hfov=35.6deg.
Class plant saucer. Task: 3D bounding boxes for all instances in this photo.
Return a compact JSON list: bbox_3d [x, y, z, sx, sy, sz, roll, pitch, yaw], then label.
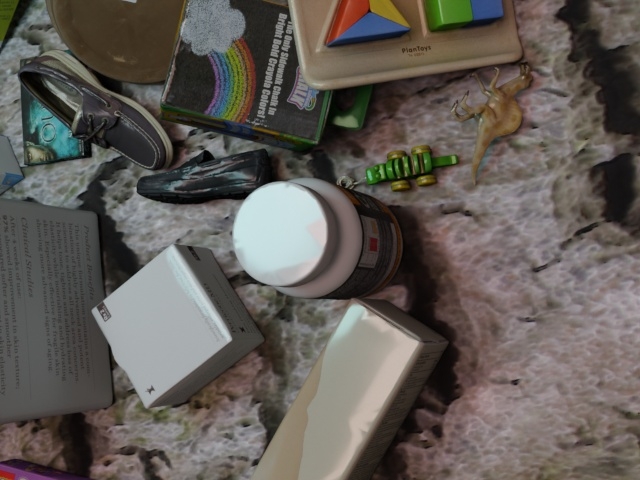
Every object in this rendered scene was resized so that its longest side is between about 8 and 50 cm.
[{"bbox_3d":[-0.289,-0.350,1.524,0.278,0.278,0.041,-16,37,20],"label":"plant saucer"}]

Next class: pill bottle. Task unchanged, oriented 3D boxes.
[{"bbox_3d":[0.000,0.000,1.353,0.162,0.278,0.162,-2,85,21],"label":"pill bottle"}]

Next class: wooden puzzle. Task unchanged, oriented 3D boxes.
[{"bbox_3d":[0.107,-0.393,1.341,0.322,0.080,0.348,-11,88,-14],"label":"wooden puzzle"}]

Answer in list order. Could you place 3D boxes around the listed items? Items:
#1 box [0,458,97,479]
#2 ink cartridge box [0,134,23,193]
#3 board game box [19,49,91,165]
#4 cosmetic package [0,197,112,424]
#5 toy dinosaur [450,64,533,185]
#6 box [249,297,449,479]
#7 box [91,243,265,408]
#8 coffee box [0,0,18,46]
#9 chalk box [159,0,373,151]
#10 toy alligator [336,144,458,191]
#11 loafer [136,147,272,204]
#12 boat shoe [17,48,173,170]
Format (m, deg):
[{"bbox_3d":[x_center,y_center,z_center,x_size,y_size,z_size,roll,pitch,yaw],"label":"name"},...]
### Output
[{"bbox_3d":[-0.407,0.482,1.600,0.293,0.057,0.201,8,90,23],"label":"box"},{"bbox_3d":[-0.604,-0.113,1.708,0.143,0.092,0.090,-32,76,18],"label":"ink cartridge box"},{"bbox_3d":[-0.451,-0.226,1.690,0.126,0.026,0.186,-7,83,21],"label":"board game box"},{"bbox_3d":[-0.566,0.121,1.511,0.327,0.393,0.329,-9,82,21],"label":"cosmetic package"},{"bbox_3d":[0.232,-0.172,1.383,0.092,0.053,0.183,27,95,-7],"label":"toy dinosaur"},{"bbox_3d":[0.041,0.242,1.391,0.121,0.148,0.311,32,96,22],"label":"box"},{"bbox_3d":[-0.217,0.130,1.517,0.182,0.119,0.181,-38,74,15],"label":"box"},{"bbox_3d":[-0.695,-0.513,1.596,0.337,0.338,0.334,45,123,18],"label":"coffee box"},{"bbox_3d":[-0.072,-0.233,1.428,0.289,0.179,0.180,14,89,-11],"label":"chalk box"},{"bbox_3d":[0.103,-0.100,1.440,0.189,0.051,0.056,-11,82,21],"label":"toy alligator"},{"bbox_3d":[-0.180,-0.101,1.548,0.223,0.076,0.078,-4,79,17],"label":"loafer"},{"bbox_3d":[-0.363,-0.198,1.588,0.285,0.092,0.103,40,131,9],"label":"boat shoe"}]
